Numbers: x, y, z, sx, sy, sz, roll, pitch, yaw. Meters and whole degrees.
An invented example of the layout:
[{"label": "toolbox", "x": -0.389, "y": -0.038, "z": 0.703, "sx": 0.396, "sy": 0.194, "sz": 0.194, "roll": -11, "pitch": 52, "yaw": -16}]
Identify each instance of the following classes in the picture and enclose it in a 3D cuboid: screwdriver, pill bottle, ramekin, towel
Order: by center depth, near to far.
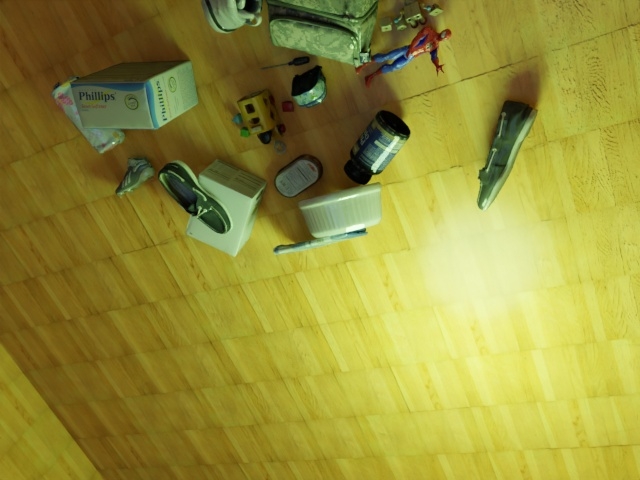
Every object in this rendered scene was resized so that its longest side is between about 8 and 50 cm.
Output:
[{"label": "pill bottle", "x": 0.168, "y": -0.280, "z": 1.733, "sx": 0.123, "sy": 0.123, "sz": 0.219, "roll": 36, "pitch": 124, "yaw": -4}, {"label": "screwdriver", "x": -0.110, "y": -0.541, "z": 1.737, "sx": 0.170, "sy": 0.024, "sz": 0.025, "roll": -6, "pitch": 146, "yaw": 29}, {"label": "ramekin", "x": 0.071, "y": -0.094, "z": 1.774, "sx": 0.273, "sy": 0.273, "sz": 0.127, "roll": -12, "pitch": 94, "yaw": 24}, {"label": "towel", "x": 0.000, "y": 0.000, "z": 1.919, "sx": 0.285, "sy": 0.209, "sz": 0.034, "roll": -14, "pitch": 87, "yaw": 26}]

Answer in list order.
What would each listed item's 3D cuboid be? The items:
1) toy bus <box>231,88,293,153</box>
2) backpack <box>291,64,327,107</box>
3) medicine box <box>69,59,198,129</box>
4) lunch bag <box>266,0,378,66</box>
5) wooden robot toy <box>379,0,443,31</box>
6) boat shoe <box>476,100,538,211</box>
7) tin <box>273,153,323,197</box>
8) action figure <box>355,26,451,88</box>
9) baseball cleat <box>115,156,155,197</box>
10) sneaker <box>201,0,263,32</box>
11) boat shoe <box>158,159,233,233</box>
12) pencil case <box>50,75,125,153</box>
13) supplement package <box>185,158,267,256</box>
[{"label": "toy bus", "x": -0.189, "y": -0.379, "z": 1.806, "sx": 0.202, "sy": 0.104, "sz": 0.191, "roll": 29, "pitch": 125, "yaw": 1}, {"label": "backpack", "x": -0.031, "y": -0.454, "z": 1.702, "sx": 0.105, "sy": 0.114, "sz": 0.084, "roll": -17, "pitch": 132, "yaw": 25}, {"label": "medicine box", "x": -0.575, "y": -0.463, "z": 1.774, "sx": 0.263, "sy": 0.289, "sz": 0.149, "roll": 4, "pitch": 121, "yaw": 17}, {"label": "lunch bag", "x": 0.009, "y": -0.629, "z": 1.539, "sx": 0.305, "sy": 0.212, "sz": 0.256, "roll": 16, "pitch": 139, "yaw": 10}, {"label": "wooden robot toy", "x": 0.247, "y": -0.634, "z": 1.546, "sx": 0.173, "sy": 0.076, "sz": 0.079, "roll": -12, "pitch": 80, "yaw": 25}, {"label": "boat shoe", "x": 0.522, "y": -0.248, "z": 1.652, "sx": 0.095, "sy": 0.112, "sz": 0.335, "roll": 31, "pitch": 121, "yaw": 21}, {"label": "tin", "x": -0.076, "y": -0.216, "z": 1.908, "sx": 0.190, "sy": 0.040, "sz": 0.106, "roll": -31, "pitch": 110, "yaw": 31}, {"label": "action figure", "x": 0.238, "y": -0.498, "z": 1.572, "sx": 0.280, "sy": 0.139, "sz": 0.091, "roll": -22, "pitch": 135, "yaw": 26}, {"label": "baseball cleat", "x": -0.700, "y": -0.245, "z": 2.092, "sx": 0.206, "sy": 0.072, "sz": 0.109, "roll": -25, "pitch": 95, "yaw": 24}, {"label": "sneaker", "x": -0.256, "y": -0.744, "z": 1.502, "sx": 0.210, "sy": 0.137, "sz": 0.365, "roll": 24, "pitch": 137, "yaw": 47}, {"label": "boat shoe", "x": -0.418, "y": -0.127, "z": 1.867, "sx": 0.302, "sy": 0.091, "sz": 0.114, "roll": 46, "pitch": 124, "yaw": -8}, {"label": "pencil case", "x": -0.811, "y": -0.441, "z": 1.976, "sx": 0.124, "sy": 0.113, "sz": 0.273, "roll": -32, "pitch": 106, "yaw": 11}, {"label": "supplement package", "x": -0.334, "y": -0.114, "z": 1.989, "sx": 0.204, "sy": 0.145, "sz": 0.262, "roll": 25, "pitch": 125, "yaw": 4}]
